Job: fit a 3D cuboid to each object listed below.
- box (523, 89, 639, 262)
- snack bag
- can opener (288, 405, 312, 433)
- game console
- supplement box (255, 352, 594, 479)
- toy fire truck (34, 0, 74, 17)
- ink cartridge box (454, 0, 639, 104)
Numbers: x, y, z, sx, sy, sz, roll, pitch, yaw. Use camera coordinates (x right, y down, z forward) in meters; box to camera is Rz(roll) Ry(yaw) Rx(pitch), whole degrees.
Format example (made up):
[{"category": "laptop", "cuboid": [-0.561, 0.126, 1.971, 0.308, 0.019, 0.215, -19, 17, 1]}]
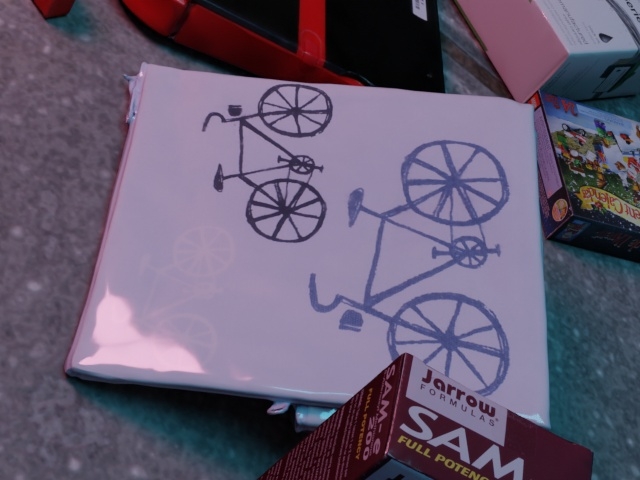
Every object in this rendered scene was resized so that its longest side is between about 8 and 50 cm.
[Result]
[{"category": "box", "cuboid": [0.318, -0.054, 1.231, 0.233, 0.044, 0.159, 13, 50, -27]}, {"category": "snack bag", "cuboid": [0.000, 0.000, 0.897, 0.342, 0.037, 0.323, 6, 51, -1]}, {"category": "can opener", "cuboid": [0.039, 0.034, 0.935, 0.074, 0.093, 0.280, 38, 46, -23]}, {"category": "game console", "cuboid": [-0.030, -0.295, 1.179, 0.342, 0.060, 0.386, 23, 47, -26]}, {"category": "supplement box", "cuboid": [0.035, 0.173, 0.711, 0.130, 0.239, 0.073, 28, 45, -14]}, {"category": "toy fire truck", "cuboid": [-0.289, -0.261, 0.965, 0.135, 0.047, 0.192, -18, 68, -43]}, {"category": "ink cartridge box", "cuboid": [0.274, -0.240, 1.312, 0.219, 0.092, 0.160, -11, 65, -40]}]
